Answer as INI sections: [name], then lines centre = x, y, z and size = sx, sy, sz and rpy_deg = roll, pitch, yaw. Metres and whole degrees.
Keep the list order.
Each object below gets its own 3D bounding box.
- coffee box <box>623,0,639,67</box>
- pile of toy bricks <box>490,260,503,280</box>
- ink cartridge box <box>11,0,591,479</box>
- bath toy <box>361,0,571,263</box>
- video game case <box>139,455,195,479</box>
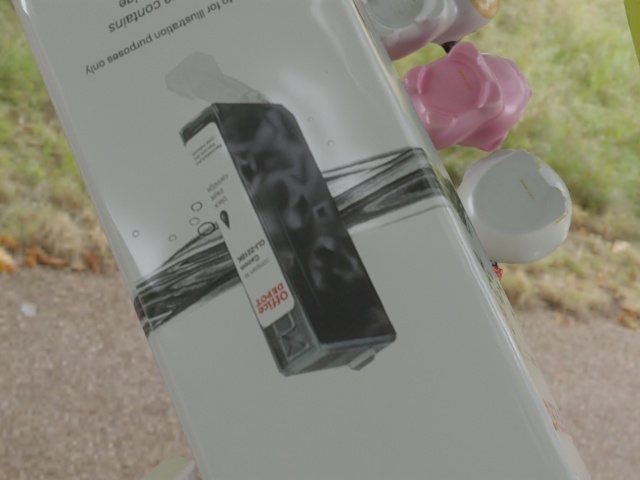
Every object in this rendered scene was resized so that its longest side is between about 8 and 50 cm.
[coffee box]
centre = 0.661, -0.338, 1.768
size = 0.334, 0.338, 0.338
rpy_deg = -1, 57, -6
[pile of toy bricks]
centre = 0.106, 0.039, 1.431
size = 0.212, 0.105, 0.118
rpy_deg = 18, -6, -22
[ink cartridge box]
centre = 0.000, 0.000, 0.496
size = 0.114, 0.273, 0.197
rpy_deg = -25, -14, 8
[bath toy]
centre = 0.114, -0.133, 1.076
size = 0.151, 0.129, 0.348
rpy_deg = -21, 75, -10
[video game case]
centre = -0.171, 0.371, 1.192
size = 0.036, 0.300, 0.329
rpy_deg = 9, -5, -1
